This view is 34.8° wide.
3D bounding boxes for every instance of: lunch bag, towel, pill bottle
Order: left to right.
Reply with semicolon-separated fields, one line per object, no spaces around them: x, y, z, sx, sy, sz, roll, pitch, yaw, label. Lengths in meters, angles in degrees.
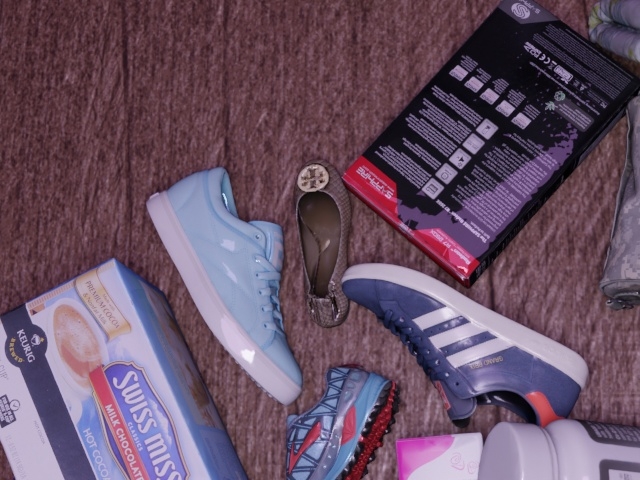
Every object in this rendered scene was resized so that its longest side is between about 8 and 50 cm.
0.343;0.299;1.220;0.283;0.161;0.161;9;77;-11;pill bottle
0.499;-0.051;1.303;0.256;0.212;0.305;5;76;36;lunch bag
0.524;-0.260;1.270;0.320;0.374;0.090;6;105;4;towel

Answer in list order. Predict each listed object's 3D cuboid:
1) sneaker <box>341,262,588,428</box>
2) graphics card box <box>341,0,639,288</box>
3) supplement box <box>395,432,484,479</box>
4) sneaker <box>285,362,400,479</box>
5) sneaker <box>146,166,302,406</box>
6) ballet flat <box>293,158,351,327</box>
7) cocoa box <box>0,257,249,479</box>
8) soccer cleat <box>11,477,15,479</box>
0.167;0.154;1.344;0.350;0.131;0.148;25;75;14;sneaker
0.238;-0.143;1.429;0.233;0.094;0.371;40;87;17;graphics card box
0.164;0.362;1.306;0.111;0.114;0.220;-6;76;9;supplement box
0.000;0.287;1.375;0.125;0.104;0.262;25;77;32;sneaker
-0.102;0.048;1.417;0.150;0.135;0.366;-34;74;3;sneaker
0.000;0.000;1.447;0.084;0.058;0.250;-8;75;20;ballet flat
-0.268;0.240;1.345;0.228;0.231;0.347;-27;74;1;cocoa box
-0.386;0.474;1.377;0.116;0.108;0.318;-23;76;7;soccer cleat
